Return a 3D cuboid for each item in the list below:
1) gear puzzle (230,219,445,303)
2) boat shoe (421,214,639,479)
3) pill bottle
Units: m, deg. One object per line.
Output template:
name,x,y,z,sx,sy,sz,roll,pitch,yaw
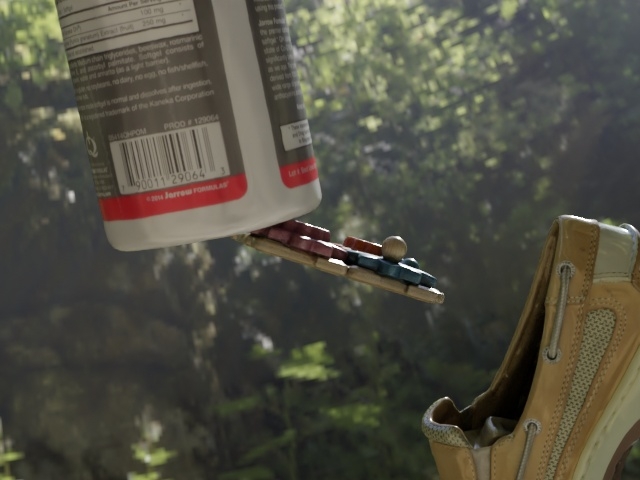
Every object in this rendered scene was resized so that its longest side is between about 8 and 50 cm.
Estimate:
gear puzzle,0.000,0.000,1.328,0.175,0.339,0.044,17,-90,-12
boat shoe,0.068,0.079,0.527,0.072,0.068,0.190,20,-82,-13
pill bottle,-0.112,-0.162,1.141,0.176,0.318,0.176,-11,6,1
